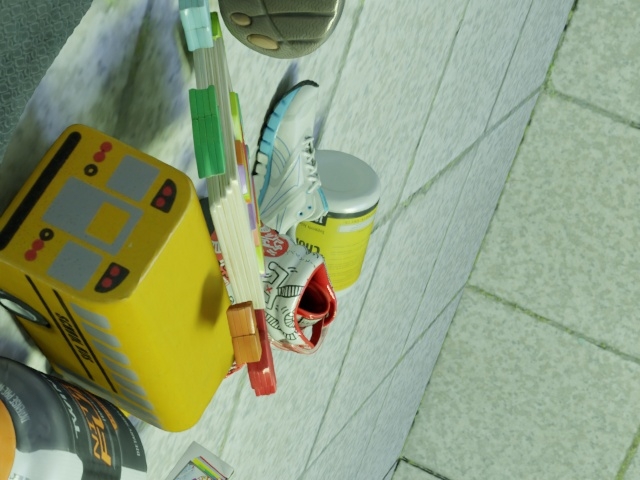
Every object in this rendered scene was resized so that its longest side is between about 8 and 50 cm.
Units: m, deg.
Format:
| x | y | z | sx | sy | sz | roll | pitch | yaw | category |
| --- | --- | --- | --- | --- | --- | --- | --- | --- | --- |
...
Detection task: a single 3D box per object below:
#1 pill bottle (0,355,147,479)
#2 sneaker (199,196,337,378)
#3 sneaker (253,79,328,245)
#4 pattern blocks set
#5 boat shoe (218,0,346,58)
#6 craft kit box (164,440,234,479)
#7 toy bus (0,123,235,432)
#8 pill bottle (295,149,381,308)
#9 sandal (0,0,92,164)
| x | y | z | sx | sy | sz | roll | pitch | yaw | category |
| --- | --- | --- | --- | --- | --- | --- | --- | --- | --- |
| -0.207 | 0.147 | 0.874 | 0.130 | 0.130 | 0.246 | -63 | 166 | -9 | pill bottle |
| -0.068 | 0.089 | 1.260 | 0.090 | 0.145 | 0.270 | -53 | 162 | -42 | sneaker |
| -0.023 | -0.063 | 1.310 | 0.071 | 0.083 | 0.191 | -30 | 141 | -64 | sneaker |
| -0.064 | -0.041 | 0.978 | 0.325 | 0.026 | 0.285 | 82 | 0 | -71 | pattern blocks set |
| 0.003 | -0.296 | 0.970 | 0.116 | 0.123 | 0.324 | -60 | 172 | -59 | boat shoe |
| -0.196 | 0.342 | 1.271 | 0.246 | 0.061 | 0.250 | -51 | 176 | -39 | craft kit box |
| -0.140 | 0.046 | 0.954 | 0.108 | 0.130 | 0.333 | -60 | 165 | -20 | toy bus |
| 0.000 | 0.000 | 1.451 | 0.103 | 0.103 | 0.184 | -49 | 158 | -49 | pill bottle |
| -0.192 | -0.097 | 0.713 | 0.254 | 0.054 | 0.097 | -59 | 161 | 16 | sandal |
